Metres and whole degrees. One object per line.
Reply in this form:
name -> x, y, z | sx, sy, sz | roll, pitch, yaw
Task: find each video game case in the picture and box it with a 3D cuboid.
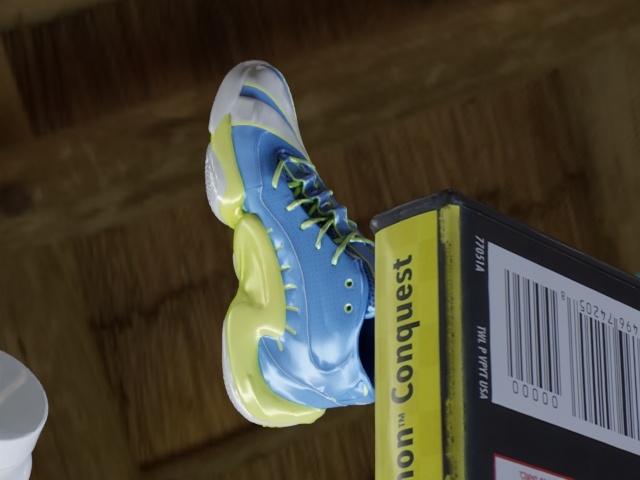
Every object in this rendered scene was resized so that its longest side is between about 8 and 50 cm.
video game case -> 0.116, 0.140, 0.511 | 0.275, 0.035, 0.248 | 22, -121, -42

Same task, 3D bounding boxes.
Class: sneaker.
sneaker -> 0.000, 0.000, 1.063 | 0.126, 0.240, 0.091 | -3, -177, 27

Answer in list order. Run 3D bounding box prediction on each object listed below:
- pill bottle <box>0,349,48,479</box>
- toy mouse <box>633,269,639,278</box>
pill bottle -> -0.279, 0.178, 1.182 | 0.119, 0.208, 0.119 | 22, -149, -14
toy mouse -> 0.194, 0.066, 0.987 | 0.031, 0.161, 0.143 | 14, -150, -43
